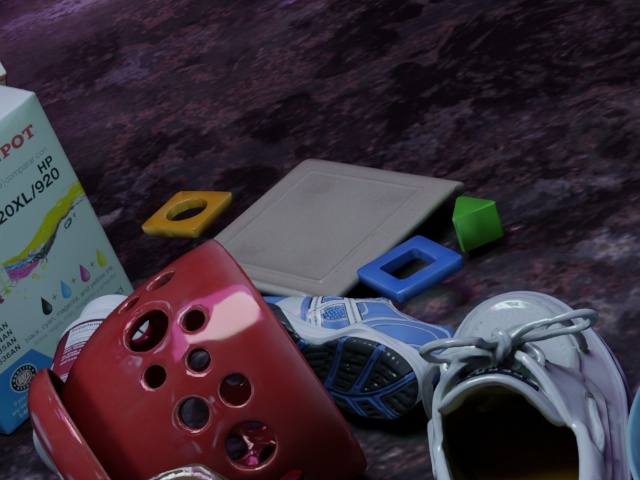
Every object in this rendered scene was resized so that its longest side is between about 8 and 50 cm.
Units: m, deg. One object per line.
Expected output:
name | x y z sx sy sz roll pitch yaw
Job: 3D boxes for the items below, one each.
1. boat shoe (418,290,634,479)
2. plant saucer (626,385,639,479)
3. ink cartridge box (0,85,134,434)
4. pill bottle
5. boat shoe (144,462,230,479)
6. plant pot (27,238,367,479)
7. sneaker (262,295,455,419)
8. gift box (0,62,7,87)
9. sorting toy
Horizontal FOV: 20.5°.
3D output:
boat shoe | 0.117 0.110 1.093 0.136 0.156 0.367 -14 31 14
plant saucer | 0.342 0.113 1.040 0.318 0.043 0.317 -14 30 8
ink cartridge box | -0.294 0.007 1.465 0.168 0.232 0.171 12 44 45
pill bottle | -0.167 0.110 1.359 0.086 0.086 0.152 -15 29 13
boat shoe | -0.049 0.242 0.962 0.123 0.120 0.324 -23 44 0
plant pot | -0.088 0.122 1.192 0.174 0.191 0.191 -35 31 -4
sneaker | 0.012 0.081 1.313 0.211 0.080 0.081 15 30 42
gift box | -0.452 -0.105 1.682 0.276 0.255 0.258 -27 63 -18
sorting toy | 0.000 0.000 1.471 0.348 0.047 0.196 12 40 45
